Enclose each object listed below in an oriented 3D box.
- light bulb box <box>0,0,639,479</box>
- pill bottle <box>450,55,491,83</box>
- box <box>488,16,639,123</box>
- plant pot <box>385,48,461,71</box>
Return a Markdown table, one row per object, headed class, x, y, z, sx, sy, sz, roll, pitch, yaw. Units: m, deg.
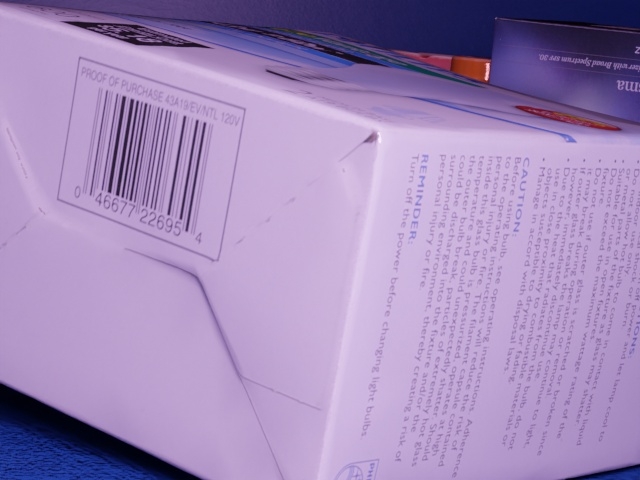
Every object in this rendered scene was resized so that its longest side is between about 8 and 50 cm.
| class | x | y | z | sx | sy | sz | roll | pitch | yaw |
| --- | --- | --- | --- | --- | --- | --- | --- | --- | --- |
| light bulb box | 0.000 | 0.000 | 1.250 | 0.358 | 0.225 | 0.361 | 20 | 14 | 38 |
| pill bottle | 0.181 | -0.088 | 2.296 | 0.130 | 0.246 | 0.130 | 6 | 6 | -1 |
| box | 0.336 | -0.079 | 2.133 | 0.296 | 0.294 | 0.182 | 10 | 10 | 38 |
| plant pot | 0.158 | -0.117 | 2.571 | 0.274 | 0.243 | 0.275 | 6 | 7 | -1 |
